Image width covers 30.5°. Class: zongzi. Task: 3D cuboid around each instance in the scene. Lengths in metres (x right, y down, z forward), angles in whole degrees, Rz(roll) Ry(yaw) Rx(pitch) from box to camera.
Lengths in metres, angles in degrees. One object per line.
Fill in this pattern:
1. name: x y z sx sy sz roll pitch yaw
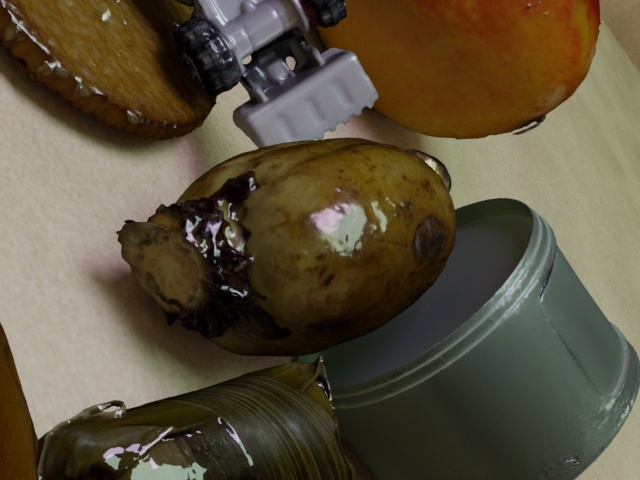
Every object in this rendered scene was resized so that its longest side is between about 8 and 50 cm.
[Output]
1. zongzi: -0.052 0.197 0.643 0.248 0.111 0.241 -3 72 -58

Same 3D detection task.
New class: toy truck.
1. toy truck: -0.074 -0.203 0.911 0.286 0.136 0.111 58 -8 -13

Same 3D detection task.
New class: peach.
1. peach: 0.138 -0.279 1.295 0.372 0.290 0.372 53 17 -25

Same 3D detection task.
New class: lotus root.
1. lotus root: 0.000 0.000 0.842 0.314 0.169 0.141 -20 112 -43

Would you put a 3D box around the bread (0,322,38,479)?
1. bread: -0.218 0.068 0.309 0.250 0.225 0.279 50 22 -25

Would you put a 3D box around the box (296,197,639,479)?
1. box: 0.112 0.093 0.913 0.149 0.226 0.226 53 25 -17

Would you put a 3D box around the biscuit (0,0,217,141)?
1. biscuit: -0.187 -0.203 0.894 0.305 0.038 0.305 44 28 -30
